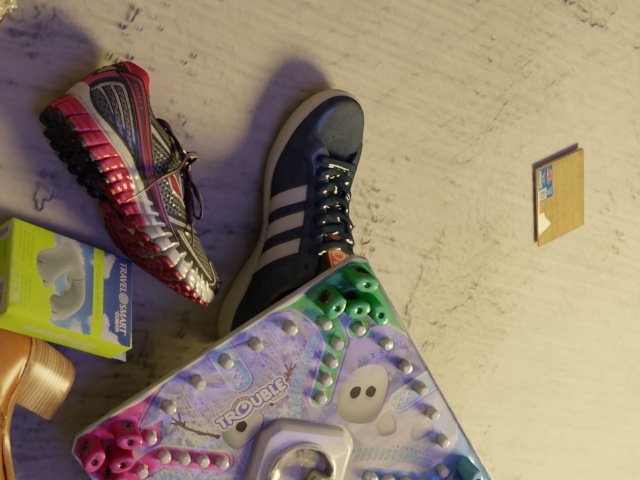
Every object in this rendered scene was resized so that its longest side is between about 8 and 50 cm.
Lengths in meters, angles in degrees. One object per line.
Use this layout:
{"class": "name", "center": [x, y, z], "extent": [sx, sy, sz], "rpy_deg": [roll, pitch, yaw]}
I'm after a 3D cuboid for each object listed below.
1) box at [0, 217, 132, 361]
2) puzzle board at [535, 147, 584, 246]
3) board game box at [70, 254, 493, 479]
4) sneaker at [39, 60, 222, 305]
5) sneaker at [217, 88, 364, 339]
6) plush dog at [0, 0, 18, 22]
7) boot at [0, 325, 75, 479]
{"class": "box", "center": [-0.264, 0.056, 1.280], "extent": [0.178, 0.042, 0.109], "rpy_deg": [23, 53, -42]}
{"class": "puzzle board", "center": [0.352, -0.064, 1.788], "extent": [0.096, 0.011, 0.128], "rpy_deg": [-24, 122, -28]}
{"class": "board game box", "center": [-0.022, 0.272, 1.405], "extent": [0.390, 0.050, 0.390], "rpy_deg": [-33, 116, -5]}
{"class": "sneaker", "center": [-0.173, -0.050, 1.292], "extent": [0.112, 0.121, 0.299], "rpy_deg": [-43, 131, -22]}
{"class": "sneaker", "center": [0.000, 0.000, 1.434], "extent": [0.131, 0.148, 0.350], "rpy_deg": [9, 103, -41]}
{"class": "plush dog", "center": [-0.367, -0.261, 0.999], "extent": [0.225, 0.262, 0.210], "rpy_deg": [-36, 95, -34]}
{"class": "boot", "center": [-0.393, 0.192, 1.220], "extent": [0.220, 0.109, 0.283], "rpy_deg": [39, 80, -44]}
